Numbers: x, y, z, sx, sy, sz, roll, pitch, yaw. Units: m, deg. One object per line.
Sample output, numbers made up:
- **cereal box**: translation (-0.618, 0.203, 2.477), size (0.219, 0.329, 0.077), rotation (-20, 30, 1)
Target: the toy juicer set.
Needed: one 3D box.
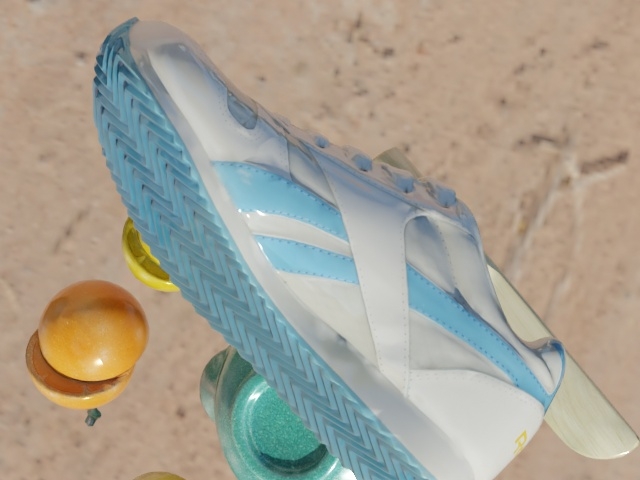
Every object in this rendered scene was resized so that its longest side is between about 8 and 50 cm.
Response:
- **toy juicer set**: translation (-0.010, 0.055, 0.921), size (0.089, 0.329, 0.209), rotation (-10, 80, -63)

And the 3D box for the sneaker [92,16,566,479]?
- **sneaker**: translation (0.000, 0.000, 0.692), size (0.092, 0.087, 0.228), rotation (-43, 97, -22)
